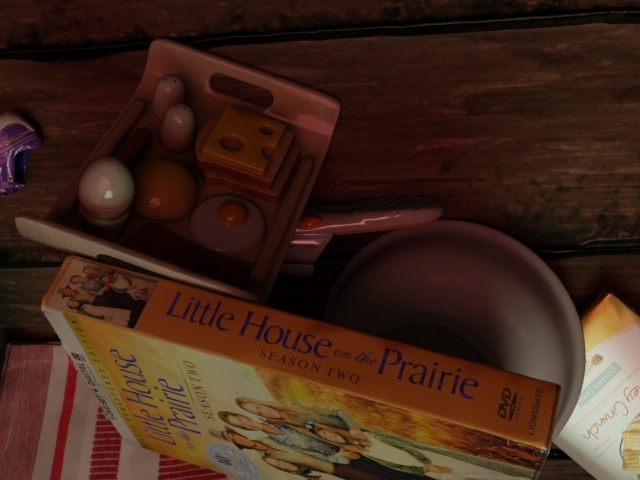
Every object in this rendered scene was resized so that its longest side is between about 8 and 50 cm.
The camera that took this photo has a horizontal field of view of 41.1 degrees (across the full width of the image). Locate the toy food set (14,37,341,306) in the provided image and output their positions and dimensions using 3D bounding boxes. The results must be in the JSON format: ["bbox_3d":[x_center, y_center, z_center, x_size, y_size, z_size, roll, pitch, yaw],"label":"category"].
[{"bbox_3d":[-0.117,-0.076,0.818,0.220,0.306,0.092,19,136,2],"label":"toy food set"}]

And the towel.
[{"bbox_3d":[-0.228,0.225,0.979,0.329,0.037,0.236,-4,65,10],"label":"towel"}]

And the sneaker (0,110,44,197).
[{"bbox_3d":[-0.377,-0.066,0.973,0.071,0.068,0.170,37,108,-10],"label":"sneaker"}]

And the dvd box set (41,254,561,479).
[{"bbox_3d":[-0.018,0.165,0.787,0.421,0.062,0.307,14,147,12],"label":"dvd box set"}]

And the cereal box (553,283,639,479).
[{"bbox_3d":[0.347,0.187,0.939,0.240,0.047,0.173,40,108,1],"label":"cereal box"}]

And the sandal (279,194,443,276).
[{"bbox_3d":[0.000,0.003,0.916,0.266,0.102,0.076,-4,104,8],"label":"sandal"}]

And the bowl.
[{"bbox_3d":[0.123,0.133,0.894,0.298,0.134,0.297,3,101,18],"label":"bowl"}]
